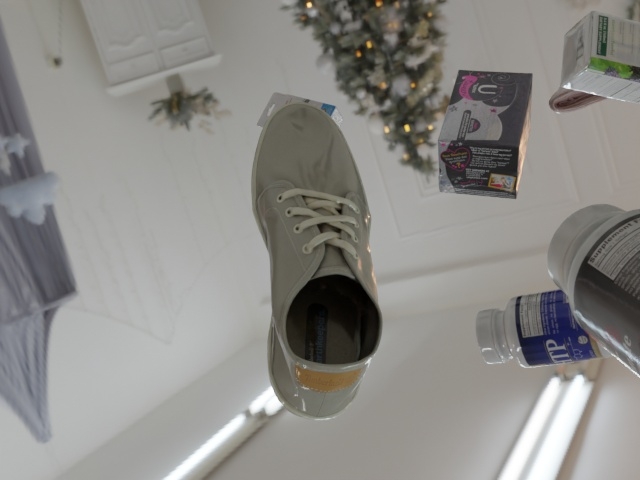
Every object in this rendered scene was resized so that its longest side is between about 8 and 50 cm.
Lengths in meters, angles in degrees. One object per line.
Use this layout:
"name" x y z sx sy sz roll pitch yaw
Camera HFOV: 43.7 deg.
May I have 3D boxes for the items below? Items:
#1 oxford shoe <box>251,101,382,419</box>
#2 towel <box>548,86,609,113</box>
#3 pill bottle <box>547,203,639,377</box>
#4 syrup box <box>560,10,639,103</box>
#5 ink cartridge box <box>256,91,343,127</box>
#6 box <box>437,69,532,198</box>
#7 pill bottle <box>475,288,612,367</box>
"oxford shoe" 0.000 0.000 1.030 0.169 0.449 0.130 4 152 -13
"towel" 0.652 -0.340 1.659 0.317 0.053 0.332 -11 -169 26
"pill bottle" 0.393 0.067 0.900 0.176 0.176 0.318 -19 -156 -7
"syrup box" 0.505 -0.273 1.243 0.237 0.093 0.096 10 169 -9
"ink cartridge box" -0.050 -0.282 1.907 0.180 0.104 0.060 19 165 29
"box" 0.336 -0.222 1.622 0.163 0.142 0.247 7 -134 17
"pill bottle" 0.336 0.132 1.202 0.186 0.112 0.112 -13 -171 28
